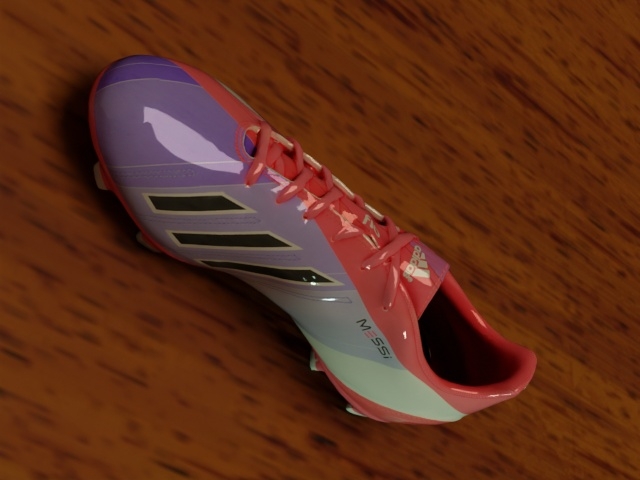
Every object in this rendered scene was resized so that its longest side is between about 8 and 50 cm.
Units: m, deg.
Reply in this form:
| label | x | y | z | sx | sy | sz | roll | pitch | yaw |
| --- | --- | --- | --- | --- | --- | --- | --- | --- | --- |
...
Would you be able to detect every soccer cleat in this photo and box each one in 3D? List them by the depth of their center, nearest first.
| label | x | y | z | sx | sy | sz | roll | pitch | yaw |
| --- | --- | --- | --- | --- | --- | --- | --- | --- | --- |
| soccer cleat | 0.000 | 0.000 | 0.742 | 0.248 | 0.095 | 0.083 | 47 | 48 | -35 |
